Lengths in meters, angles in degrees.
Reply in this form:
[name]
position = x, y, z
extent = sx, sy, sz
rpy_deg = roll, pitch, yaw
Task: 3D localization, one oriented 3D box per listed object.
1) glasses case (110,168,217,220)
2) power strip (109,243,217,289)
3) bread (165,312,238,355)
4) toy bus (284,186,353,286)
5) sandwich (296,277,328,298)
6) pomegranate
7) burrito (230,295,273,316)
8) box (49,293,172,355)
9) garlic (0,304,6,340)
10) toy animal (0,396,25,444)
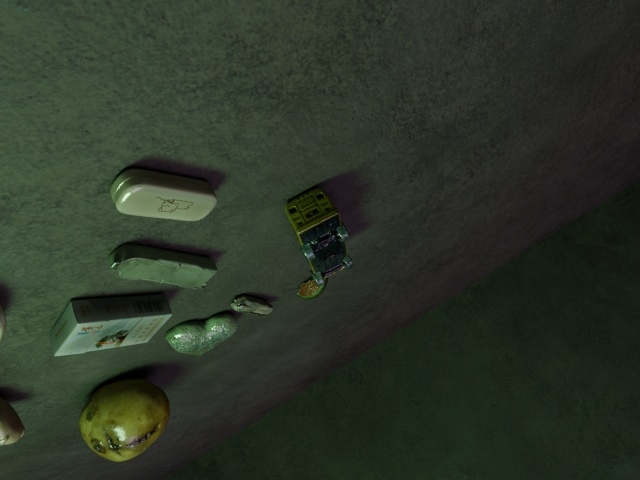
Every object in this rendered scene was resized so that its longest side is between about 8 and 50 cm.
[glasses case]
position = -0.280, -0.080, 0.918
extent = 0.196, 0.050, 0.083
rpy_deg = 4, 137, -51
[power strip]
position = -0.345, 0.060, 1.117
extent = 0.080, 0.048, 0.286
rpy_deg = -41, 154, 18
[bread]
position = -0.362, 0.295, 1.535
extent = 0.232, 0.064, 0.172
rpy_deg = -9, 146, -37
[toy bus]
position = 0.000, 0.000, 1.295
extent = 0.121, 0.123, 0.335
rpy_deg = -29, 156, -5
[sandwich]
position = -0.020, 0.150, 1.630
extent = 0.135, 0.067, 0.029
rpy_deg = -41, 157, 25
[pomegranate]
position = -0.605, 0.548, 1.555
extent = 0.260, 0.260, 0.260
rpy_deg = -24, 155, -12
[burrito]
position = -0.211, 0.202, 1.548
extent = 0.058, 0.045, 0.188
rpy_deg = -58, 150, 1
[box]
position = -0.492, 0.196, 1.193
extent = 0.233, 0.067, 0.149
rpy_deg = 1, 141, -48
[garlic]
position = -0.681, 0.178, 0.903
extent = 0.217, 0.110, 0.228
rpy_deg = -27, 156, -14
[toy animal]
position = -0.856, 0.476, 1.235
extent = 0.197, 0.171, 0.171
rpy_deg = -28, 157, -24
